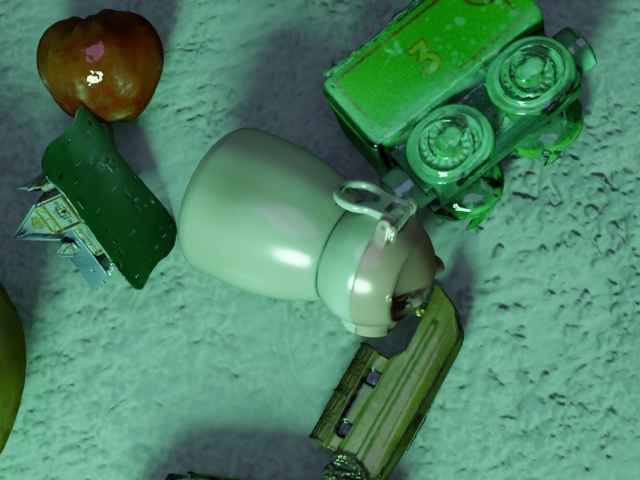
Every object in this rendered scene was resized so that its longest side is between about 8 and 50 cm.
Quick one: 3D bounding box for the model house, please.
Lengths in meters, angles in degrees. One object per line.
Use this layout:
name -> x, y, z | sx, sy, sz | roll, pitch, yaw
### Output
model house -> -0.233, -0.026, 1.310 | 0.088, 0.117, 0.167 | -22, 117, 31

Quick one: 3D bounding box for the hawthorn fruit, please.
hawthorn fruit -> -0.220, -0.169, 1.336 | 0.125, 0.125, 0.140 | 5, 78, 8

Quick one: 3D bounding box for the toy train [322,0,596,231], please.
toy train -> 0.135, -0.138, 1.284 | 0.243, 0.132, 0.188 | -38, 68, -1

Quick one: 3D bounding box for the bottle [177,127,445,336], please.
bottle -> 0.000, 0.000, 1.241 | 0.236, 0.147, 0.147 | 24, 82, 21

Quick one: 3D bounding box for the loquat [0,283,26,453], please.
loquat -> -0.409, 0.123, 1.232 | 0.275, 0.275, 0.274 | -1, 78, 7

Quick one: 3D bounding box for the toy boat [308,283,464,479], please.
toy boat -> 0.061, 0.142, 1.263 | 0.088, 0.068, 0.226 | 26, 83, 20

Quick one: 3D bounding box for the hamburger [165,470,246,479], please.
hamburger -> -0.096, 0.321, 1.171 | 0.261, 0.150, 0.276 | 27, 63, 22
